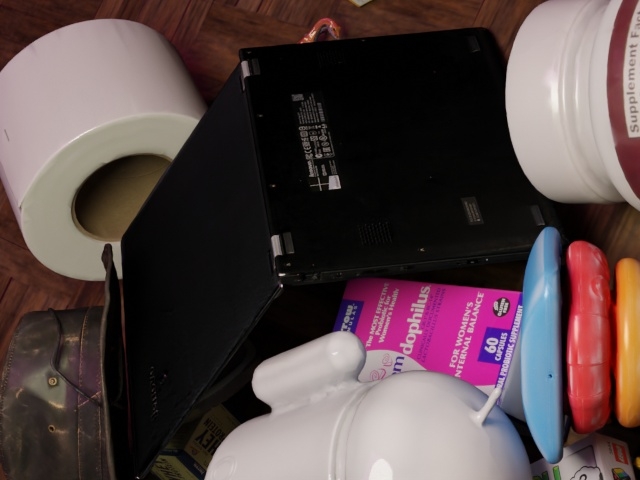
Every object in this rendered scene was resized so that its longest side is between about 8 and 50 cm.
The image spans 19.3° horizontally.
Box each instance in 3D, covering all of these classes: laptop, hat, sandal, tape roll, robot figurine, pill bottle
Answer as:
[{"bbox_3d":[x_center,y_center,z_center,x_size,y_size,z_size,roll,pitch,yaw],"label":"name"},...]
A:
[{"bbox_3d":[0.000,0.000,1.850,0.408,0.236,0.382,-6,38,-4],"label":"laptop"},{"bbox_3d":[-0.262,0.170,1.911,0.134,0.331,0.331,-3,60,-6],"label":"hat"},{"bbox_3d":[-0.156,0.096,1.974,0.120,0.086,0.303,-38,32,-4],"label":"sandal"},{"bbox_3d":[-0.234,-0.099,2.075,0.246,0.246,0.169,-43,48,17],"label":"tape roll"},{"bbox_3d":[0.039,0.228,1.620,0.353,0.200,0.300,-22,94,41],"label":"robot figurine"},{"bbox_3d":[0.367,-0.127,1.583,0.392,0.224,0.224,0,70,41],"label":"pill bottle"}]

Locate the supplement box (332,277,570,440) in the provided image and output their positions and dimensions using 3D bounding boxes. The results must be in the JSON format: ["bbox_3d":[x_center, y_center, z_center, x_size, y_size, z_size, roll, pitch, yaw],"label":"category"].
[{"bbox_3d":[0.124,0.108,1.759,0.220,0.114,0.111,4,72,44],"label":"supplement box"}]

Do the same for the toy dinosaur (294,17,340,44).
[{"bbox_3d":[-0.014,-0.208,2.065,0.047,0.090,0.082,48,136,28],"label":"toy dinosaur"}]

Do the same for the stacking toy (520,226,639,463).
[{"bbox_3d":[0.319,0.081,1.561,0.301,0.166,0.175,-2,107,8],"label":"stacking toy"}]

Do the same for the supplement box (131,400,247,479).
[{"bbox_3d":[-0.135,0.206,1.949,0.083,0.056,0.083,-5,46,47],"label":"supplement box"}]

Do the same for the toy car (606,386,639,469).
[{"bbox_3d":[0.270,0.152,1.660,0.060,0.040,0.122,-52,46,9],"label":"toy car"}]

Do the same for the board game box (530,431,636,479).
[{"bbox_3d":[0.156,0.316,1.646,0.305,0.053,0.193,-33,51,34],"label":"board game box"}]

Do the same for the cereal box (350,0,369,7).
[{"bbox_3d":[0.112,-0.382,2.050,0.240,0.047,0.173,-28,54,28],"label":"cereal box"}]
